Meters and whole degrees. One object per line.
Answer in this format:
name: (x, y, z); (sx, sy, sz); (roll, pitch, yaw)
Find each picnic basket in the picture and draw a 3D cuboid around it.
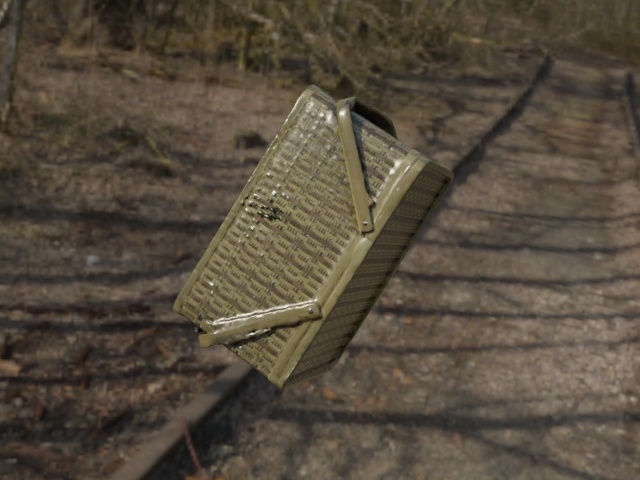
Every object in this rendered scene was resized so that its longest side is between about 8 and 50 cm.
picnic basket: (0.000, 0.000, 0.559); (0.079, 0.164, 0.115); (33, 8, 13)
